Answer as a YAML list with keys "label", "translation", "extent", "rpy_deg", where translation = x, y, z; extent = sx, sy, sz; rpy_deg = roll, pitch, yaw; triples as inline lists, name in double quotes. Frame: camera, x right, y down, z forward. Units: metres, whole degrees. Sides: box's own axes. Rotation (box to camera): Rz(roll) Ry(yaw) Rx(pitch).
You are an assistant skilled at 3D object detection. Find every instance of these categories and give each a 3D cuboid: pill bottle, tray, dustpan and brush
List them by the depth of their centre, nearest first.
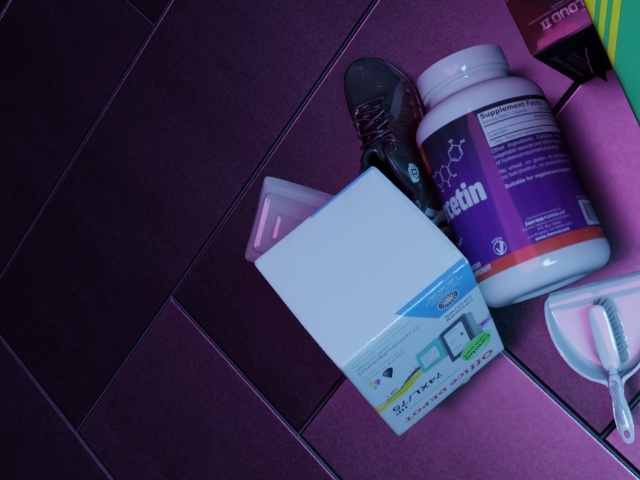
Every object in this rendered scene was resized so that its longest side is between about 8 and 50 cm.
- label: "dustpan and brush"
  translation: [0.380, 0.156, 1.232]
  extent: [0.147, 0.060, 0.211]
  rpy_deg: [-18, 80, 28]
- label: "pill bottle"
  translation: [0.240, -0.086, 1.247]
  extent: [0.182, 0.181, 0.322]
  rpy_deg: [-26, 76, 26]
- label: "tray"
  translation: [0.000, 0.000, 1.467]
  extent: [0.270, 0.030, 0.145]
  rpy_deg: [19, 99, 28]

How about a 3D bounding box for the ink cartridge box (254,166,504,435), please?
- label: "ink cartridge box"
  translation: [0.086, 0.087, 1.234]
  extent: [0.198, 0.270, 0.197]
  rpy_deg: [-40, 56, -3]

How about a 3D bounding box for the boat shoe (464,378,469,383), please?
- label: "boat shoe"
  translation: [0.119, 0.154, 1.373]
  extent: [0.206, 0.065, 0.075]
  rpy_deg: [24, 105, 27]

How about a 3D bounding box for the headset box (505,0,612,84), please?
- label: "headset box"
  translation: [0.299, -0.337, 1.199]
  extent: [0.110, 0.218, 0.293]
  rpy_deg: [-29, 76, 27]

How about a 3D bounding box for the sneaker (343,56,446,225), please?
- label: "sneaker"
  translation: [0.089, -0.151, 1.343]
  extent: [0.106, 0.163, 0.281]
  rpy_deg: [-33, 74, 25]

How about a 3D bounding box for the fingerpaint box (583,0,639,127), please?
- label: "fingerpaint box"
  translation: [0.399, -0.180, 0.939]
  extent: [0.163, 0.445, 0.371]
  rpy_deg: [-26, 78, 27]
